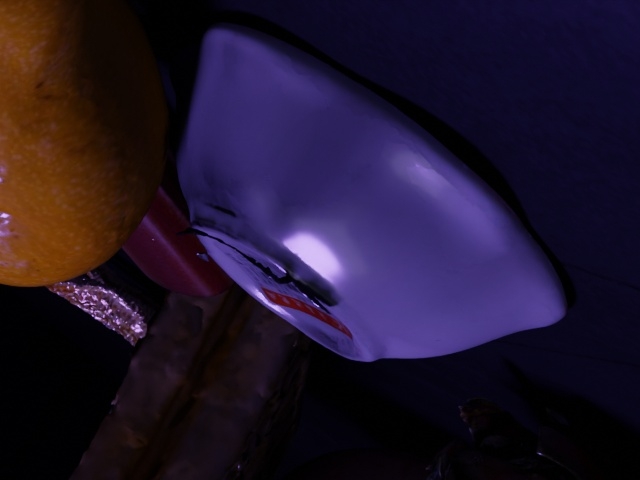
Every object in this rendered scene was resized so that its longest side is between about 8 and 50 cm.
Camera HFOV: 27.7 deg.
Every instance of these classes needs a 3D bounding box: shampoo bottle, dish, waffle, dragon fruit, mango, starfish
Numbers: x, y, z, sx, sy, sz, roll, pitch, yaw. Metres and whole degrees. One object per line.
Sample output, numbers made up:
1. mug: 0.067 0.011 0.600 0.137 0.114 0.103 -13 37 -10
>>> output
1. shampoo bottle: -0.131 -0.056 0.785 0.102 0.064 0.260 29 164 32
2. dish: 0.000 0.000 0.613 0.229 0.081 0.229 34 166 9
3. waffle: -0.113 0.194 1.084 0.114 0.261 0.376 28 159 8
4. dragon fruit: 0.136 0.199 0.761 0.188 0.182 0.182 22 172 -21
5. mango: -0.143 -0.073 0.573 0.157 0.109 0.262 14 145 -1
6. starfish: -0.183 0.096 1.388 0.293 0.084 0.301 32 170 15

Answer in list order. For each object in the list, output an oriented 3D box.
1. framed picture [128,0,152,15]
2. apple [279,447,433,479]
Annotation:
1. framed picture: -0.220 -0.187 0.559 0.217 0.017 0.274 10 154 31
2. apple: 0.064 0.318 1.131 0.344 0.269 0.345 0 154 0
